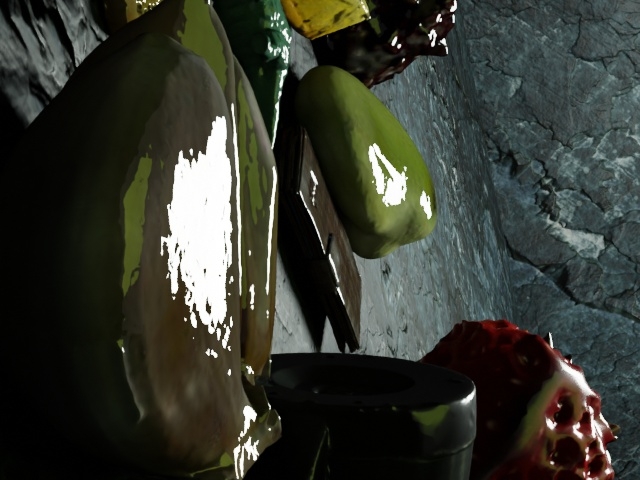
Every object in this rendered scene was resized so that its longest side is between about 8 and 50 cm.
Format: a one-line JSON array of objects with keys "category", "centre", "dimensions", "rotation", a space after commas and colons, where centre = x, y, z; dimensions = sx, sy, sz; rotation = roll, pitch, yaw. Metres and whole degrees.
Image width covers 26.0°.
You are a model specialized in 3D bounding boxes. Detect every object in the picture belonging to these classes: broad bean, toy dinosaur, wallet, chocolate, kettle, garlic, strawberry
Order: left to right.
[{"category": "garlic", "centre": [-0.106, 0.011, 0.848], "dimensions": [0.279, 0.132, 0.325], "rotation": [-53, 135, -72]}, {"category": "toy dinosaur", "centre": [-0.067, -0.174, 1.245], "dimensions": [0.120, 0.079, 0.291], "rotation": [37, 49, -68]}, {"category": "wallet", "centre": [0.000, 0.000, 1.467], "dimensions": [0.124, 0.042, 0.230], "rotation": [-86, 162, -52]}, {"category": "kettle", "centre": [0.018, 0.239, 1.052], "dimensions": [0.251, 0.207, 0.271], "rotation": [-156, -113, -70]}, {"category": "broad bean", "centre": [0.051, -0.094, 1.575], "dimensions": [0.263, 0.121, 0.189], "rotation": [60, 21, -50]}, {"category": "chocolate", "centre": [0.087, -0.301, 1.736], "dimensions": [0.206, 0.177, 0.224], "rotation": [-81, 159, -51]}, {"category": "strawberry", "centre": [0.181, 0.288, 1.650], "dimensions": [0.345, 0.295, 0.317], "rotation": [-40, 145, -36]}]

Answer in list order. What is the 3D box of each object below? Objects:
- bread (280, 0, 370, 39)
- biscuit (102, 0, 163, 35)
[{"category": "bread", "centre": [-0.019, -0.297, 1.487], "dimensions": [0.245, 0.094, 0.102], "rotation": [37, 37, -72]}, {"category": "biscuit", "centre": [-0.147, -0.282, 1.088], "dimensions": [0.172, 0.029, 0.254], "rotation": [-24, 104, -75]}]
